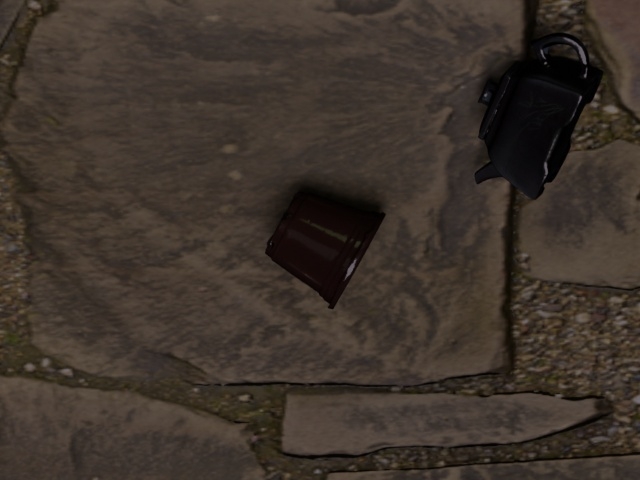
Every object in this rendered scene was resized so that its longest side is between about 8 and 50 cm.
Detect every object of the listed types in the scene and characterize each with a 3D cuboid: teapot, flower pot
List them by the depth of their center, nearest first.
[{"bbox_3d":[0.197,-0.121,1.878,0.096,0.087,0.177,28,118,11],"label":"teapot"},{"bbox_3d":[0.000,0.000,1.940,0.089,0.111,0.111,29,117,2],"label":"flower pot"}]
